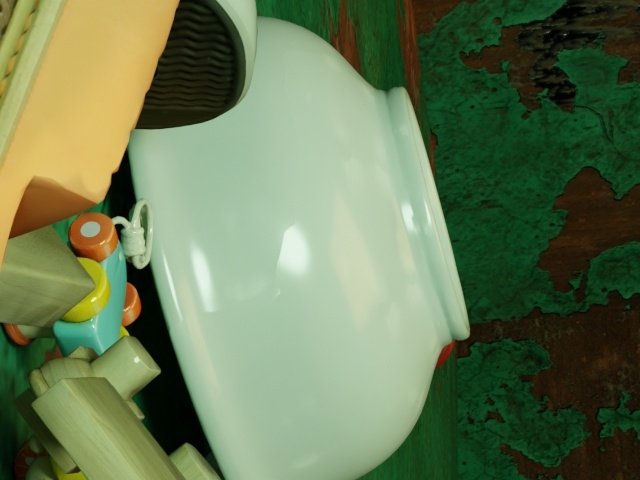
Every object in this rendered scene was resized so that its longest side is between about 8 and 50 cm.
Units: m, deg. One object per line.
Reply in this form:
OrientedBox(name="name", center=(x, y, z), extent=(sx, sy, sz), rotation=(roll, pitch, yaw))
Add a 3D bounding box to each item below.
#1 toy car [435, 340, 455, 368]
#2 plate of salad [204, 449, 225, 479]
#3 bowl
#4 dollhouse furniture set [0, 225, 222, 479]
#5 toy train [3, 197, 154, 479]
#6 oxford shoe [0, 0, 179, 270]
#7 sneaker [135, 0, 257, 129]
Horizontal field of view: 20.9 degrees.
OrientedBox(name="toy car", center=(0.040, 0.053, 1.345), extent=(0.182, 0.136, 0.159), rotation=(-82, 165, -58))
OrientedBox(name="plate of salad", center=(-0.050, 0.209, 0.919), extent=(0.200, 0.048, 0.200), rotation=(-8, 90, -81))
OrientedBox(name="bowl", center=(0.000, 0.000, 0.948), extent=(0.298, 0.134, 0.298), rotation=(-15, 90, -83))
OrientedBox(name="dollhouse furniture set", center=(-0.122, 0.070, 0.570), extent=(0.151, 0.123, 0.144), rotation=(51, 3, 9))
OrientedBox(name="toy train", center=(-0.096, 0.068, 0.711), extent=(0.125, 0.046, 0.166), rotation=(-30, 118, -83))
OrientedBox(name="oxford shoe", center=(-0.135, 0.025, 0.317), extent=(0.133, 0.130, 0.364), rotation=(40, 42, -31))
OrientedBox(name="sneaker", center=(-0.086, -0.150, 0.671), extent=(0.290, 0.106, 0.123), rotation=(67, 22, -61))
